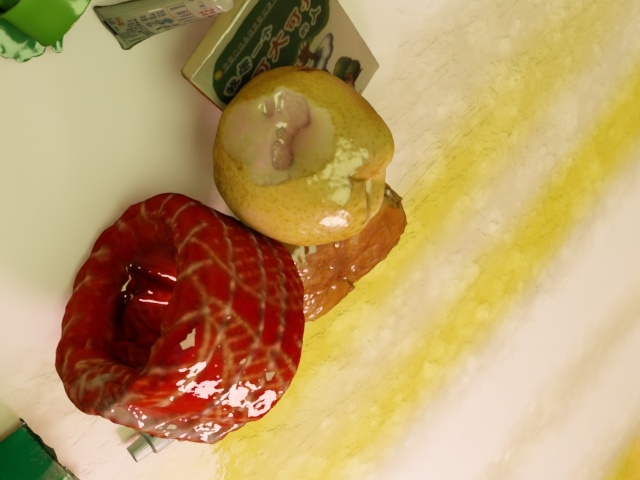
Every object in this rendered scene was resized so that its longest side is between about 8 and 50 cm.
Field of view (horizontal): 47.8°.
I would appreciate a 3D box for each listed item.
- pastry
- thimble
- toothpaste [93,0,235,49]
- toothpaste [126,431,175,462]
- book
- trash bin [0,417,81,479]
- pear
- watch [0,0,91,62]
[{"bbox_3d":[0.000,0.000,1.285,0.311,0.162,0.255,-43,149,-5],"label":"pastry"},{"bbox_3d":[-0.206,0.114,1.064,0.230,0.350,0.350,31,86,-40],"label":"thimble"},{"bbox_3d":[-0.203,-0.310,0.972,0.069,0.268,0.047,14,77,-52],"label":"toothpaste"},{"bbox_3d":[-0.215,0.293,1.303,0.297,0.048,0.075,-35,120,-27],"label":"toothpaste"},{"bbox_3d":[-0.042,-0.273,1.161,0.260,0.043,0.371,-58,148,-3],"label":"book"},{"bbox_3d":[-0.487,0.477,1.014,0.381,0.295,0.259,-44,127,-24],"label":"trash bin"},{"bbox_3d":[-0.023,-0.119,1.055,0.271,0.271,0.271,-13,113,-33],"label":"pear"},{"bbox_3d":[-0.354,-0.304,0.926,0.131,0.152,0.165,37,80,-42],"label":"watch"}]
